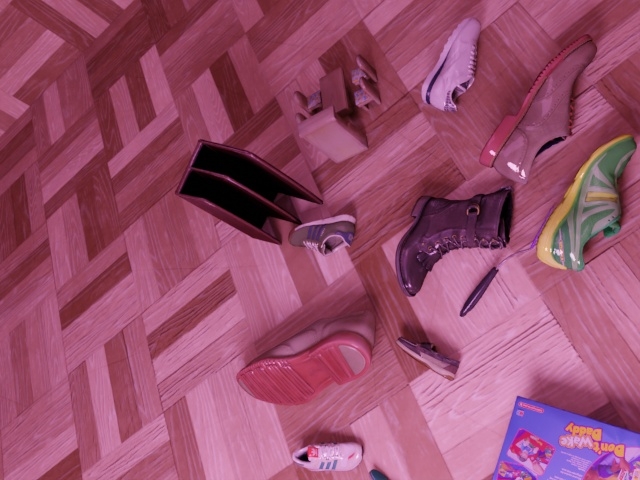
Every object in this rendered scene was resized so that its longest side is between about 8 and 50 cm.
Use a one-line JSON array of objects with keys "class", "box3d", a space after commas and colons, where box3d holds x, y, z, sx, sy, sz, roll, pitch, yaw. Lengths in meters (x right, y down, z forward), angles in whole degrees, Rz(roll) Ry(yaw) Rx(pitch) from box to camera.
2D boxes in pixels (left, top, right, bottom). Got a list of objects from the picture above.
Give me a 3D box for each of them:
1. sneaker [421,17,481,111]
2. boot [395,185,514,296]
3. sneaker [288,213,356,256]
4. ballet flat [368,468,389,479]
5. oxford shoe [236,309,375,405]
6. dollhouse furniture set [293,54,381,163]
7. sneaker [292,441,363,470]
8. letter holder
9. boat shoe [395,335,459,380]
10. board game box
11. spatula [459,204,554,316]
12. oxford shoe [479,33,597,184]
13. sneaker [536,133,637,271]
[{"class": "sneaker", "box3d": [0.333, -0.415, 1.800, 0.094, 0.090, 0.235, 27, 90, 30]}, {"class": "boot", "box3d": [0.289, 0.001, 1.613, 0.229, 0.091, 0.263, 3, 68, 40]}, {"class": "sneaker", "box3d": [0.000, 0.000, 1.860, 0.192, 0.064, 0.086, -17, 54, 28]}, {"class": "ballet flat", "box3d": [0.134, 0.507, 1.525, 0.114, 0.041, 0.041, 29, 88, 44]}, {"class": "oxford shoe", "box3d": [-0.027, 0.269, 1.735, 0.397, 0.140, 0.146, -22, 26, 35]}, {"class": "dollhouse furniture set", "box3d": [0.026, -0.348, 1.945, 0.212, 0.161, 0.242, -24, 56, 28]}, {"class": "sneaker", "box3d": [0.012, 0.460, 1.617, 0.161, 0.075, 0.057, -17, 59, 32]}, {"class": "letter holder", "box3d": [-0.164, -0.106, 1.882, 0.214, 0.302, 0.152, 16, 79, 42]}, {"class": "boat shoe", "box3d": [0.224, 0.237, 1.578, 0.152, 0.056, 0.049, 31, 84, 34]}, {"class": "board game box", "box3d": [0.466, 0.426, 1.271, 0.347, 0.078, 0.233, 12, 76, 41]}, {"class": "spatula", "box3d": [0.379, 0.046, 1.539, 0.030, 0.084, 0.296, 44, 108, 10]}, {"class": "oxford shoe", "box3d": [0.487, -0.271, 1.598, 0.130, 0.123, 0.348, 38, 93, 17]}, {"class": "sneaker", "box3d": [0.532, -0.067, 1.464, 0.123, 0.109, 0.296, 31, 87, 18]}]
